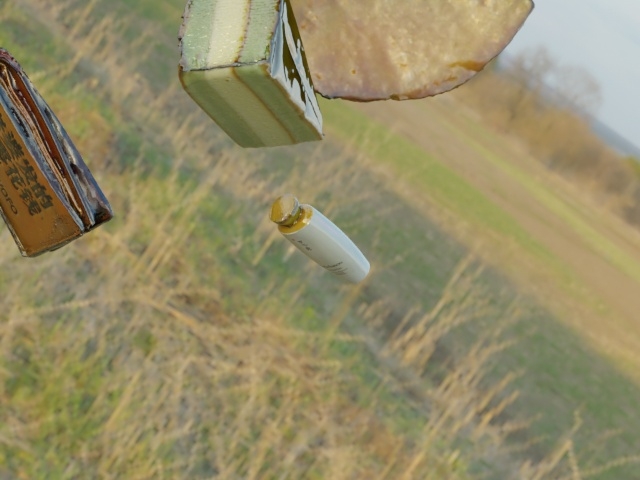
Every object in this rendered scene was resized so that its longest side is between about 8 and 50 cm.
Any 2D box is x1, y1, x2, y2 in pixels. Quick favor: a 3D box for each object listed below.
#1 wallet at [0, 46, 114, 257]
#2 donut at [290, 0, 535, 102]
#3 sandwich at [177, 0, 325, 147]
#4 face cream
[{"bbox_3d":[-0.292,-0.079,1.222,0.161,0.042,0.195,-18,-76,54],"label":"wallet"},{"bbox_3d":[0.026,-0.371,1.496,0.163,0.377,0.435,-162,-122,-75],"label":"donut"},{"bbox_3d":[-0.052,-0.103,0.979,0.113,0.079,0.163,-83,164,-46],"label":"sandwich"},{"bbox_3d":[0.000,0.000,1.804,0.072,0.051,0.182,-11,-39,38],"label":"face cream"}]
